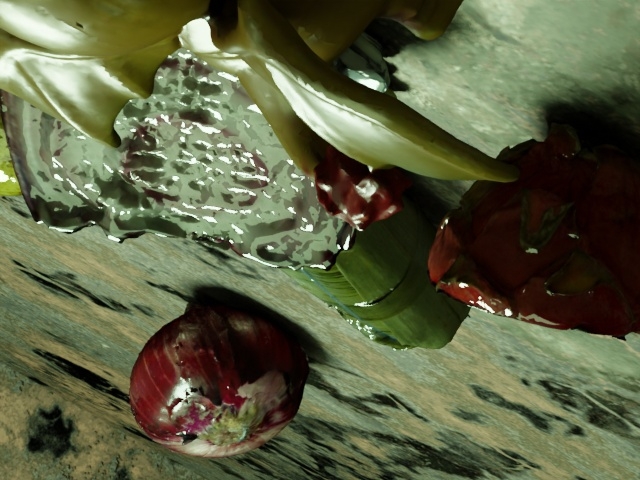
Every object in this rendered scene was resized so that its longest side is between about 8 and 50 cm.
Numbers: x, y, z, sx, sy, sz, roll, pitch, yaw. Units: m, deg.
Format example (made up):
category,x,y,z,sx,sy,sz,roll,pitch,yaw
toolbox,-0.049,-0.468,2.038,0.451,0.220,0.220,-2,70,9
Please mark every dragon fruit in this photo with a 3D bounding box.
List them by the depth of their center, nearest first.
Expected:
category,x,y,z,sx,sy,sz,roll,pitch,yaw
dragon fruit,0.202,-0.019,1.431,0.224,0.148,0.218,11,-169,15

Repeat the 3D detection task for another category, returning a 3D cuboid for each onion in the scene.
category,x,y,z,sx,sy,sz,roll,pitch,yaw
onion,-0.093,-0.123,1.444,0.314,0.146,0.280,16,128,16
onion,-0.142,0.175,2.463,0.252,0.219,0.252,-10,149,-6

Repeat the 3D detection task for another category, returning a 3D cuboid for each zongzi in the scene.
category,x,y,z,sx,sy,sz,roll,pitch,yaw
zongzi,0.000,0.000,1.784,0.274,0.125,0.251,13,153,44

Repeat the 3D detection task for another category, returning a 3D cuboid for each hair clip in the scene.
category,x,y,z,sx,sy,sz,roll,pitch,yaw
hair clip,0.004,-0.135,1.484,0.116,0.049,0.172,17,159,14

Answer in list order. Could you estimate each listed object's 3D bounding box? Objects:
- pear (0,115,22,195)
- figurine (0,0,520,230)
category,x,y,z,sx,sy,sz,roll,pitch,yaw
pear,-0.253,-0.139,1.603,0.197,0.197,0.197,24,164,7
figurine,-0.077,-0.176,1.089,0.401,0.268,0.387,25,-178,44
